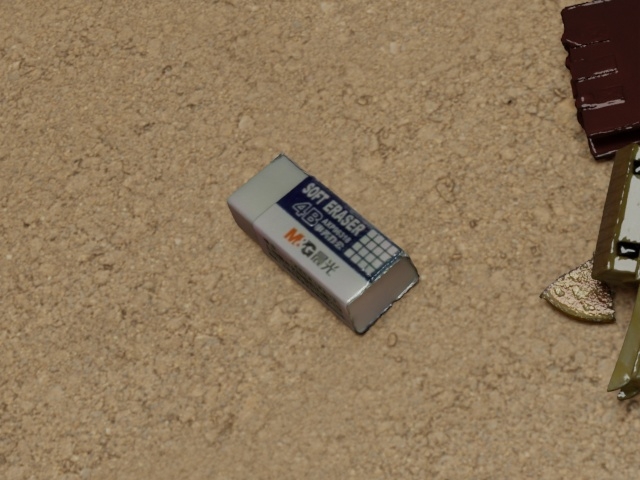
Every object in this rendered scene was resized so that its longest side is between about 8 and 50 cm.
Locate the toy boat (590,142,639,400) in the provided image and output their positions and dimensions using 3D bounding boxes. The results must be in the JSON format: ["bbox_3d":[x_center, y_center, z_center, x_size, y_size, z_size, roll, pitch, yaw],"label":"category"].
[{"bbox_3d":[0.445,-0.008,1.872,0.162,0.136,0.446,5,75,25],"label":"toy boat"}]

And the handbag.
[{"bbox_3d":[0.500,-0.261,2.073,0.275,0.084,0.260,-14,57,10],"label":"handbag"}]

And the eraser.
[{"bbox_3d":[0.000,0.000,2.074,0.130,0.086,0.287,-41,56,-11],"label":"eraser"}]

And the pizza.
[{"bbox_3d":[0.368,0.081,1.942,0.100,0.029,0.099,-37,64,-4],"label":"pizza"}]
